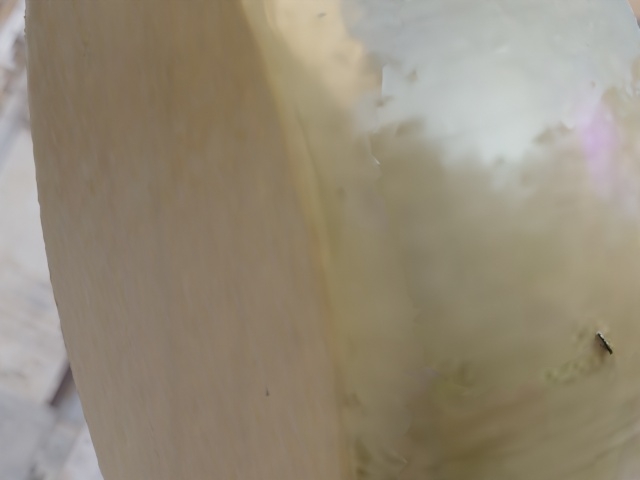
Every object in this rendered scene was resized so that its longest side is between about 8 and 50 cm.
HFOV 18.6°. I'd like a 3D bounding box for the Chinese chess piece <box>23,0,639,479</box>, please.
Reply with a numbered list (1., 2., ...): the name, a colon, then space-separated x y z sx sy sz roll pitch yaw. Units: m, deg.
1. Chinese chess piece: 0.000 0.000 0.510 0.097 0.251 0.251 -13 6 -20
